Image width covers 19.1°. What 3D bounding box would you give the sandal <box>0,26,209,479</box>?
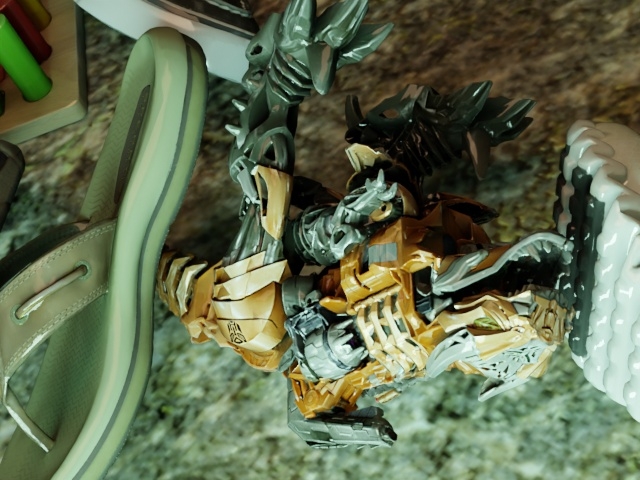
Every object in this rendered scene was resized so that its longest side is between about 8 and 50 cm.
[{"bbox_3d":[-0.140,0.021,1.039,0.120,0.086,0.303,-13,61,61],"label":"sandal"}]

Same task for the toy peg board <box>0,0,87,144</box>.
[{"bbox_3d":[-0.249,-0.136,1.291,0.161,0.079,0.160,-19,47,11],"label":"toy peg board"}]

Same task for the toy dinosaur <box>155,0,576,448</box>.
[{"bbox_3d":[0.000,0.000,1.000,0.322,0.164,0.218,7,74,29],"label":"toy dinosaur"}]

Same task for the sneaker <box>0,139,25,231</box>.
[{"bbox_3d":[-0.249,-0.022,1.119,0.227,0.130,0.087,-86,21,-68],"label":"sneaker"}]

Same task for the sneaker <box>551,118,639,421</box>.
[{"bbox_3d":[0.191,0.038,0.912,0.118,0.110,0.292,-7,38,-12],"label":"sneaker"}]

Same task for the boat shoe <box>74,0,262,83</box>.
[{"bbox_3d":[-0.110,-0.200,1.240,0.105,0.113,0.306,-61,35,14],"label":"boat shoe"}]
